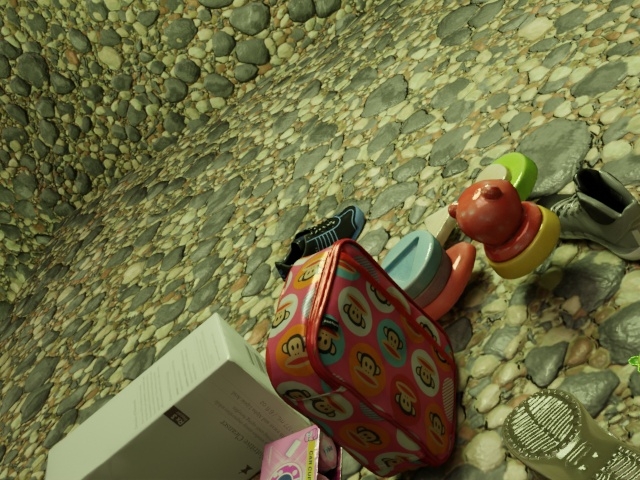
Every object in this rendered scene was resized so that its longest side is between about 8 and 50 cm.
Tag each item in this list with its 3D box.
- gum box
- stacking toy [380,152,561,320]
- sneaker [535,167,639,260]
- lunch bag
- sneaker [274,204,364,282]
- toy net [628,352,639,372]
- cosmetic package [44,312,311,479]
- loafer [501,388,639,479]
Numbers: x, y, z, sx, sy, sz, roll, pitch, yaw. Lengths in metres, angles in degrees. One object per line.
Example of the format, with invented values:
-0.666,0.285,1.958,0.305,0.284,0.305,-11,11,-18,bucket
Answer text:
-0.032,0.370,0.952,0.107,0.062,0.188,-28,31,23,gum box
0.211,-0.035,1.071,0.309,0.130,0.280,-39,25,38,stacking toy
0.384,-0.061,0.971,0.086,0.132,0.228,-46,29,-8,sneaker
0.068,0.147,0.905,0.120,0.293,0.258,-27,32,34,lunch bag
0.000,0.000,1.400,0.232,0.090,0.081,-52,30,-18,sneaker
0.453,0.146,0.697,0.232,0.045,0.122,-20,33,31,toy net
-0.240,0.333,1.103,0.385,0.217,0.156,-42,28,2,cosmetic package
0.285,0.246,0.715,0.102,0.092,0.268,-37,12,-1,loafer
